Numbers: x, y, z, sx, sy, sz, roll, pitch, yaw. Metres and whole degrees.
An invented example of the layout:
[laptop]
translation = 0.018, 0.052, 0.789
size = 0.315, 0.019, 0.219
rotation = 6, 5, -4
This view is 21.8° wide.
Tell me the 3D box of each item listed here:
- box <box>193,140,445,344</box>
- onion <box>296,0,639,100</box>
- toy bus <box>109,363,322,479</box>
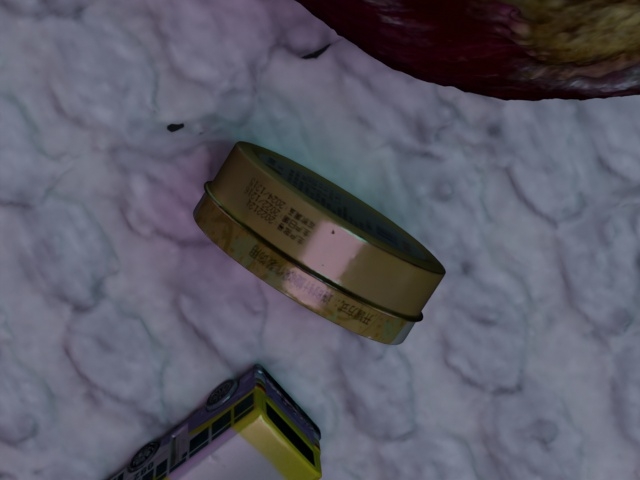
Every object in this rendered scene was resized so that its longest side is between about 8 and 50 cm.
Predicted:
[box]
translation = 0.000, 0.000, 0.681
size = 0.105, 0.105, 0.037
rotation = 31, 98, -14
[onion]
translation = 0.081, -0.144, 0.588
size = 0.207, 0.216, 0.206
rotation = 20, 142, -41
[toy bus]
translation = -0.051, 0.110, 0.744
size = 0.102, 0.058, 0.052
rotation = -38, 108, 10
